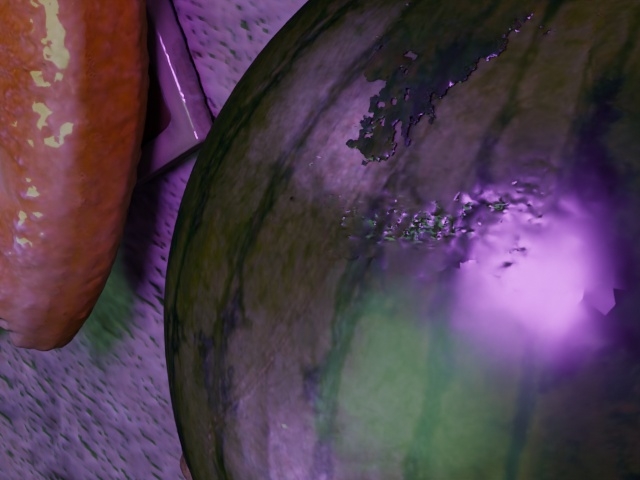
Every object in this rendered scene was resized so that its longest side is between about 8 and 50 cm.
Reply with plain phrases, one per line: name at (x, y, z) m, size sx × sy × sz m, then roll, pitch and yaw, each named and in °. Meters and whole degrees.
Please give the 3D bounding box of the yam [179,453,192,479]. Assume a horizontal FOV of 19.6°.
yam at (0.000, 0.000, 0.753) m, size 0.066 × 0.066 × 0.299 m, roll 47°, pitch 137°, yaw 31°

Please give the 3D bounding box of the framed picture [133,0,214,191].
framed picture at (-0.155, -0.152, 0.933) m, size 0.211 × 0.020 × 0.289 m, roll -26°, pitch 82°, yaw 53°

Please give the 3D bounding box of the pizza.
pizza at (-0.151, -0.123, 0.862) m, size 0.182 × 0.074 × 0.365 m, roll 11°, pitch 113°, yaw 48°

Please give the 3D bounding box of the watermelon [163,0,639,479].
watermelon at (0.076, 0.026, 0.516) m, size 0.242 × 0.242 × 0.242 m, roll 25°, pitch 123°, yaw 46°
